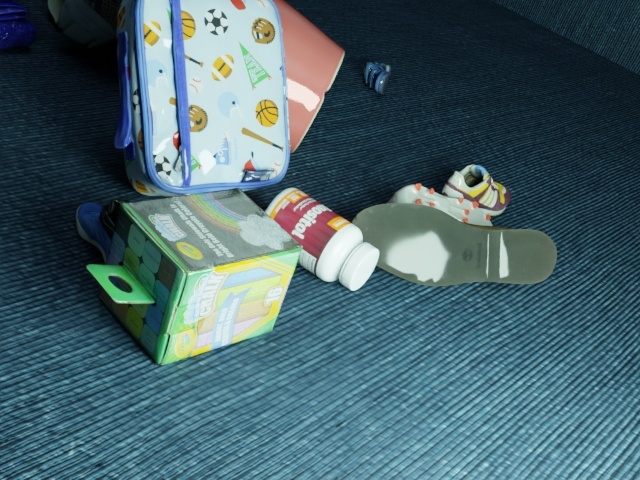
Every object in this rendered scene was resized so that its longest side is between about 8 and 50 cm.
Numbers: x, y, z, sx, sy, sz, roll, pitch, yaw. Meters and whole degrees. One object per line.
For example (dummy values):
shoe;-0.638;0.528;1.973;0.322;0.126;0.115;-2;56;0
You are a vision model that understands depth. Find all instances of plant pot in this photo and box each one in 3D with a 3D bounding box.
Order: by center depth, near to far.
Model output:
plant pot;-0.110;-0.281;1.402;0.243;0.275;0.275;28;28;-9

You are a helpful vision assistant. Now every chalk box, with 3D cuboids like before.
chalk box;-0.152;0.039;0.941;0.213;0.132;0.132;-12;44;-43

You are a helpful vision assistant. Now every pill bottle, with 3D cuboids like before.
pill bottle;0.000;0.000;1.145;0.152;0.086;0.086;33;31;21

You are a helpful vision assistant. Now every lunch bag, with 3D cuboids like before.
lunch bag;-0.166;-0.200;1.182;0.243;0.304;0.115;-5;2;-36

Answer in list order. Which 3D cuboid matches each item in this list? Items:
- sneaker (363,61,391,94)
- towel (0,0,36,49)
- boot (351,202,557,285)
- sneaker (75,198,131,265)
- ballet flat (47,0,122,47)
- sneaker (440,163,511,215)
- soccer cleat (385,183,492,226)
sneaker;0.120;-0.355;1.854;0.059;0.053;0.144;19;21;-5
towel;-0.646;-0.377;1.379;0.227;0.076;0.308;36;33;25
boot;0.183;0.012;1.264;0.305;0.112;0.115;9;1;-12
sneaker;-0.248;-0.023;1.028;0.058;0.085;0.152;-2;36;-34
ballet flat;-0.409;-0.447;1.553;0.164;0.182;0.483;43;5;-36
sneaker;0.280;-0.090;1.475;0.185;0.084;0.069;-15;44;-46
soccer cleat;0.192;-0.038;1.359;0.196;0.076;0.068;21;60;-29
